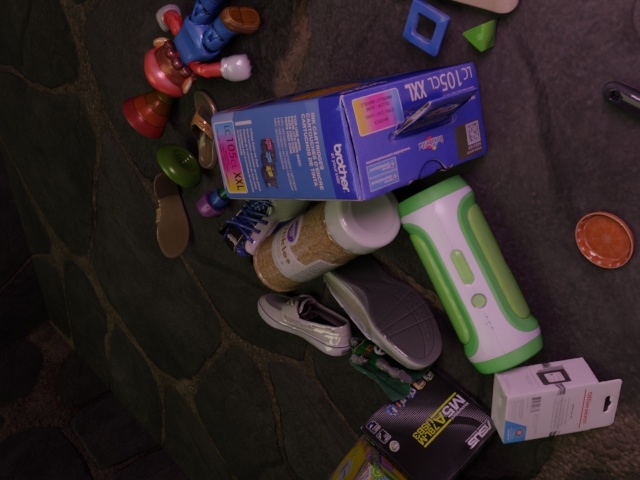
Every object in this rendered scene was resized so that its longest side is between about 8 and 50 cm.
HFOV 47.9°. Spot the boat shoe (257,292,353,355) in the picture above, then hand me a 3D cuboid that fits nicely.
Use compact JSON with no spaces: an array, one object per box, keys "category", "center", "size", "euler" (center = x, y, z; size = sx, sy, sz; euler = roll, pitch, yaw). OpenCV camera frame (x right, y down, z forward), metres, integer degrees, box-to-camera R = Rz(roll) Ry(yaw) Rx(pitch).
[{"category":"boat shoe","center":[-0.038,0.166,1.618],"size":[0.268,0.096,0.088],"euler":[28,130,38]}]

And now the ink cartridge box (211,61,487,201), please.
[{"category":"ink cartridge box","center":[0.057,-0.161,1.084],"size":[0.395,0.270,0.151],"euler":[8,114,50]}]

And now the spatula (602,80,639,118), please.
[{"category":"spatula","center":[0.452,-0.103,0.823],"size":[0.296,0.030,0.084],"euler":[41,144,27]}]

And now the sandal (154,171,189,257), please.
[{"category":"sandal","center":[-0.408,-0.078,1.968],"size":[0.079,0.088,0.240],"euler":[-116,21,-65]}]

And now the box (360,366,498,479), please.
[{"category":"box","center":[0.204,0.353,1.345],"size":[0.184,0.191,0.045],"euler":[39,159,32]}]

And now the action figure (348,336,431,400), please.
[{"category":"action figure","center":[0.121,0.234,1.447],"size":[0.232,0.137,0.063],"euler":[10,133,61]}]

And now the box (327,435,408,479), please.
[{"category":"box","center":[0.152,0.542,1.390],"size":[0.279,0.177,0.290],"euler":[38,-179,5]}]

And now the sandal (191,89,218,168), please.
[{"category":"sandal","center":[-0.267,-0.249,1.634],"size":[0.072,0.049,0.180],"euler":[13,109,41]}]

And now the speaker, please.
[{"category":"speaker","center":[0.234,0.052,1.129],"size":[0.131,0.131,0.296],"euler":[-29,86,57]}]

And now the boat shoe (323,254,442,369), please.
[{"category":"boat shoe","center":[0.109,0.131,1.384],"size":[0.320,0.118,0.103],"euler":[43,151,32]}]

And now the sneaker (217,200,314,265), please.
[{"category":"sneaker","center":[-0.110,-0.058,1.466],"size":[0.127,0.182,0.315],"euler":[34,138,33]}]

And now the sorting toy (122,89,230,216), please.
[{"category":"sorting toy","center":[-0.317,-0.229,1.720],"size":[0.126,0.127,0.365],"euler":[-39,84,26]}]

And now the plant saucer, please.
[{"category":"plant saucer","center":[0.392,-0.002,0.993],"size":[0.083,0.013,0.083],"euler":[33,138,35]}]

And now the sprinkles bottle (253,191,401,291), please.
[{"category":"sprinkles bottle","center":[0.000,0.000,1.284],"size":[0.121,0.121,0.355],"euler":[60,148,1]}]

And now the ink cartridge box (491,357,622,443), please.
[{"category":"ink cartridge box","center":[0.363,0.246,1.120],"size":[0.060,0.180,0.104],"euler":[-106,10,-57]}]

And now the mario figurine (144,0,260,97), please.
[{"category":"mario figurine","center":[-0.237,-0.409,1.470],"size":[0.321,0.170,0.198],"euler":[-28,55,46]}]

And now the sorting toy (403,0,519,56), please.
[{"category":"sorting toy","center":[0.186,-0.410,0.940],"size":[0.196,0.047,0.347],"euler":[28,135,33]}]
